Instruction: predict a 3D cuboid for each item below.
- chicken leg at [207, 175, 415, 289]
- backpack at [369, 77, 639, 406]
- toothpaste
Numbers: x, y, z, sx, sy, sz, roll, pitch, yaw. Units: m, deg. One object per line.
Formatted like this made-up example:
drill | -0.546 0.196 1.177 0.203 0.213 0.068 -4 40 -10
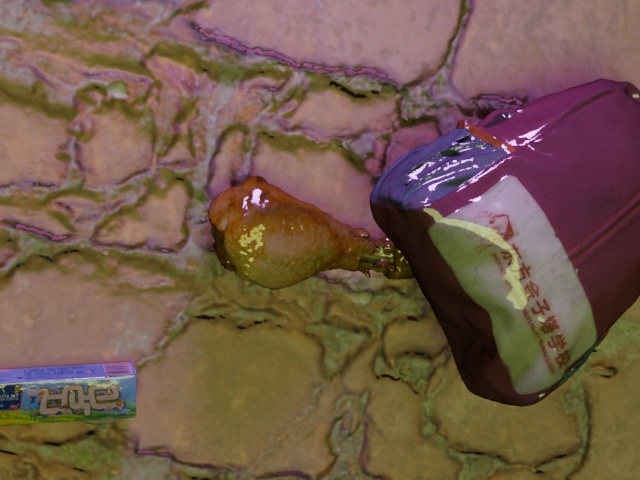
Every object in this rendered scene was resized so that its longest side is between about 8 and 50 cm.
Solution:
chicken leg | 0.001 0.002 1.964 0.252 0.087 0.107 8 117 -22
backpack | 0.231 -0.023 1.952 0.317 0.197 0.283 -38 116 -20
toothpaste | -0.287 0.168 1.970 0.193 0.044 0.070 -3 108 -12
